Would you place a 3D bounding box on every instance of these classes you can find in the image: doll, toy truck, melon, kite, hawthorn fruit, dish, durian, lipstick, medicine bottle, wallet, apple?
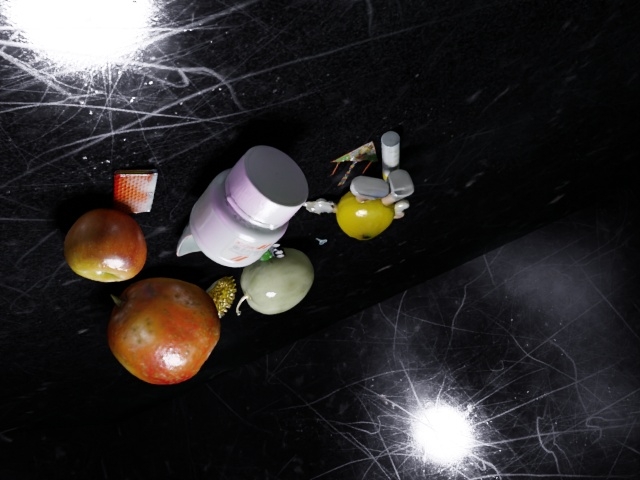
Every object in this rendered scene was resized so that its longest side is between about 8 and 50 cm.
[{"bbox_3d":[0.149,-0.118,1.830,0.348,0.161,0.423,18,154,-38],"label":"doll"},{"bbox_3d":[-0.198,0.000,1.875,0.125,0.101,0.242,-9,161,-2],"label":"toy truck"},{"bbox_3d":[-0.172,0.154,2.061,0.272,0.272,0.308,-41,174,40],"label":"melon"},{"bbox_3d":[0.105,-0.244,1.708,0.198,0.006,0.244,-9,156,-32],"label":"kite"},{"bbox_3d":[-0.577,0.298,1.873,0.402,0.403,0.403,-20,159,-8],"label":"hawthorn fruit"},{"bbox_3d":[-0.351,-0.023,1.688,0.212,0.077,0.151,-6,155,-37],"label":"dish"},{"bbox_3d":[-0.432,0.254,2.160,0.249,0.138,0.183,-43,149,-9],"label":"durian"},{"bbox_3d":[0.229,-0.264,1.712,0.059,0.059,0.264,-22,158,-1],"label":"lipstick"},{"bbox_3d":[-0.196,-0.092,1.442,0.241,0.241,0.302,-2,151,-43],"label":"medicine bottle"},{"bbox_3d":[-0.488,-0.124,1.377,0.103,0.020,0.196,-6,156,-26],"label":"wallet"},{"bbox_3d":[-0.573,0.013,1.409,0.210,0.173,0.235,16,156,-36],"label":"apple"}]

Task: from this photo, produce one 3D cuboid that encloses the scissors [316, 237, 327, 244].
[{"bbox_3d":[0.000,0.000,2.198,0.036,0.006,0.083,-30,158,14],"label":"scissors"}]
